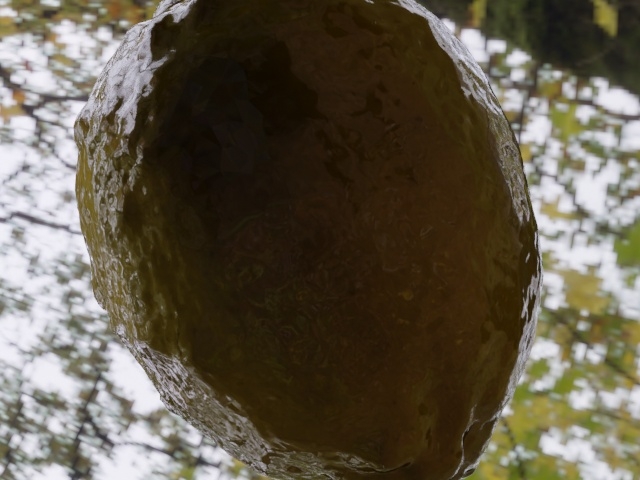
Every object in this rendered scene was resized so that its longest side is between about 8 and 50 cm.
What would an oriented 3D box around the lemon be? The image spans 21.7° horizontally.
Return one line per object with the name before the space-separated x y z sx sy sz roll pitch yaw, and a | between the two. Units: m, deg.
lemon | -0.002 -0.007 0.986 0.285 0.285 0.316 -40 -73 -24
